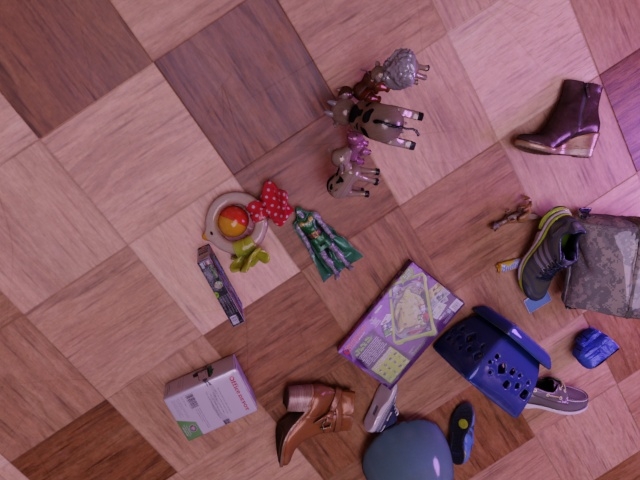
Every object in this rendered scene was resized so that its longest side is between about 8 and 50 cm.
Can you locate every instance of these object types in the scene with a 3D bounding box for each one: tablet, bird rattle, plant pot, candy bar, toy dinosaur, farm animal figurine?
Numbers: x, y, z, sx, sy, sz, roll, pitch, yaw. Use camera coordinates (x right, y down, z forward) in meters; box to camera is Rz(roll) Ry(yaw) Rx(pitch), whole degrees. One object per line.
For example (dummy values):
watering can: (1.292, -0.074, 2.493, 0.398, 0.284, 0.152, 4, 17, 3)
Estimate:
tablet: (0.682, 0.188, 1.768, 0.083, 0.006, 0.054, -31, 111, -1)
bird rattle: (-0.196, -0.045, 1.462, 0.207, 0.143, 0.253, 22, 100, 0)
plant pot: (0.298, 0.736, 1.748, 0.290, 0.195, 0.290, -8, 117, -15)
candy bar: (0.609, 0.068, 1.708, 0.162, 0.018, 0.040, -14, 110, -7)
plant pot: (0.519, 0.342, 1.672, 0.236, 0.236, 0.212, 40, 91, -19)
toy dinosaur: (0.597, -0.072, 1.648, 0.212, 0.064, 0.112, -5, 135, -8)
farm animal figurine: (0.098, -0.267, 1.345, 0.172, 0.327, 0.330, 7, 89, -26)

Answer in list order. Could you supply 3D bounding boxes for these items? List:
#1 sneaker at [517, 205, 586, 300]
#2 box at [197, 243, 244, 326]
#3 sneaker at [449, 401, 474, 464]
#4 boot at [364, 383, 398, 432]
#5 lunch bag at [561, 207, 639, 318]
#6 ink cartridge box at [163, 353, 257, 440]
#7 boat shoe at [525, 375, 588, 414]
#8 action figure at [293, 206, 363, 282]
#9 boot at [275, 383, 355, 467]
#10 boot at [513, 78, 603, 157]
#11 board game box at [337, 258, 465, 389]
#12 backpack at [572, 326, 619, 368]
sneaker: (0.669, 0.056, 1.633, 0.111, 0.121, 0.300, 0, 119, -16)
box: (-0.266, 0.118, 1.503, 0.036, 0.114, 0.207, -26, 111, -2)
sneaker: (0.472, 0.629, 1.851, 0.082, 0.069, 0.209, 1, 98, -54)
boot: (0.211, 0.519, 1.762, 0.086, 0.069, 0.190, 17, 107, -30)
lunch bag: (0.856, 0.066, 1.655, 0.256, 0.212, 0.305, 3, 105, 6)
ink cartridge box: (-0.312, 0.449, 1.613, 0.219, 0.092, 0.160, -23, 111, -3)
boat shoe: (0.740, 0.492, 1.825, 0.305, 0.109, 0.091, 8, 111, -10)
action figure: (0.000, 0.000, 1.547, 0.137, 0.063, 0.232, -36, 107, 5)
boot: (-0.018, 0.566, 1.717, 0.220, 0.109, 0.283, 7, 99, -17)
boot: (0.662, -0.341, 1.564, 0.248, 0.090, 0.206, 4, 95, -11)
board game box: (0.235, 0.251, 1.663, 0.208, 0.056, 0.347, 37, 98, -13)
backpack: (0.871, 0.347, 1.813, 0.101, 0.098, 0.120, 45, 96, 9)
